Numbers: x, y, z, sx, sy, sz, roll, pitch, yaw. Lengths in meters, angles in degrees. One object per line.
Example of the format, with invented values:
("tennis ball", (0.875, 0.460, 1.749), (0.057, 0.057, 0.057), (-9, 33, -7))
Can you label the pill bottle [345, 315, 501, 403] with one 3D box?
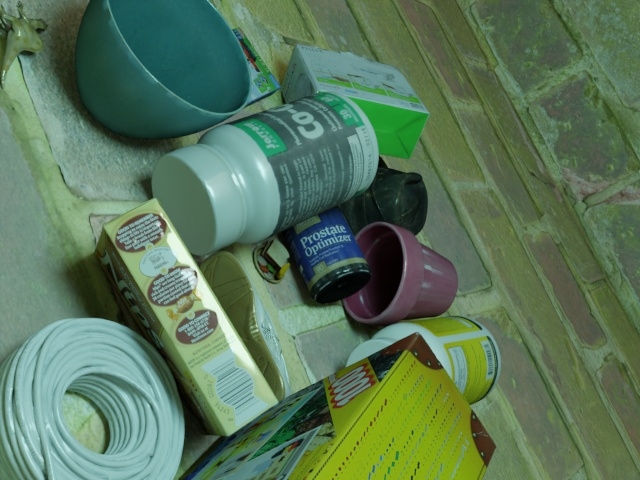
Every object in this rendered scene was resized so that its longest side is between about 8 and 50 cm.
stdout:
("pill bottle", (0.196, 0.245, 1.549), (0.334, 0.188, 0.187), (2, 62, -54))

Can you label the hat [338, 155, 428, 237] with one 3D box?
("hat", (0.157, -0.088, 1.766), (0.331, 0.134, 0.331), (39, 44, -52))

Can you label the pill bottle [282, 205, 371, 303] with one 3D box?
("pill bottle", (0.000, 0.000, 1.542), (0.123, 0.123, 0.219), (8, 48, -51))

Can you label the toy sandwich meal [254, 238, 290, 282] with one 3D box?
("toy sandwich meal", (-0.087, 0.038, 1.486), (0.086, 0.029, 0.085), (35, 38, -33))

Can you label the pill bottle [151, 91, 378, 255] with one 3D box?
("pill bottle", (-0.088, -0.115, 1.376), (0.361, 0.204, 0.204), (-27, 86, -39))

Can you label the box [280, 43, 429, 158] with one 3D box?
("box", (0.070, -0.308, 1.770), (0.262, 0.126, 0.231), (7, 34, -22))

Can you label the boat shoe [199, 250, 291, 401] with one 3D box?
("boat shoe", (-0.121, 0.150, 1.296), (0.277, 0.098, 0.096), (68, 9, 22))

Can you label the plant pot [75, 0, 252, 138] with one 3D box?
("plant pot", (-0.285, -0.279, 1.325), (0.290, 0.195, 0.290), (35, 38, -33))

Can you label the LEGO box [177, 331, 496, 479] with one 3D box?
("LEGO box", (-0.054, 0.352, 0.933), (0.193, 0.373, 0.500), (56, 31, -2))

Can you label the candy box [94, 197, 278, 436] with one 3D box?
("candy box", (-0.193, 0.114, 1.117), (0.088, 0.183, 0.316), (-30, 89, -23))

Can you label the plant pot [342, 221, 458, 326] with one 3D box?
("plant pot", (0.166, 0.077, 1.617), (0.180, 0.201, 0.201), (14, 52, -36))

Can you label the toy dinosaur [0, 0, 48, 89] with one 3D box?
("toy dinosaur", (-0.468, -0.318, 1.242), (0.093, 0.053, 0.183), (42, 35, -27))

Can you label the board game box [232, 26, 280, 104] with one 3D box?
("board game box", (-0.183, -0.354, 1.684), (0.160, 0.039, 0.211), (55, 32, -6))

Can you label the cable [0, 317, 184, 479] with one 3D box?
("cable", (-0.282, 0.223, 1.000), (0.257, 0.089, 0.257), (-8, 69, -57))
